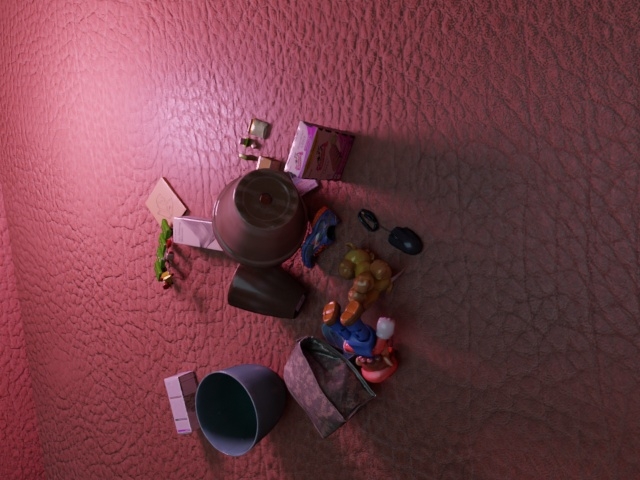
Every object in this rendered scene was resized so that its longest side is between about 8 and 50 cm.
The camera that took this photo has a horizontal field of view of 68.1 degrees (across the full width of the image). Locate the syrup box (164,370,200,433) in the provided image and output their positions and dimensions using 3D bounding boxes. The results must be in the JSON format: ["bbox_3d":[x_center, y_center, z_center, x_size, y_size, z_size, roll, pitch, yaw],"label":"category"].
[{"bbox_3d":[-0.568,0.682,2.000,0.096,0.093,0.237,-18,85,32],"label":"syrup box"}]

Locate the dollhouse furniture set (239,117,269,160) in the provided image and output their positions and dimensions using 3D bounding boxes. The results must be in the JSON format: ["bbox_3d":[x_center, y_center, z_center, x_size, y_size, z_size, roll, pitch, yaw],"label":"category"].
[{"bbox_3d":[-0.251,-0.369,1.722,0.076,0.058,0.152,26,108,27],"label":"dollhouse furniture set"}]

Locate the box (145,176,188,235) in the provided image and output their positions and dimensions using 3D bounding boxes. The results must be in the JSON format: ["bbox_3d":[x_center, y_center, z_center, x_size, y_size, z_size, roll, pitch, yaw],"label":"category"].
[{"bbox_3d":[-0.659,-0.145,2.024,0.201,0.021,0.164,51,117,19],"label":"box"}]

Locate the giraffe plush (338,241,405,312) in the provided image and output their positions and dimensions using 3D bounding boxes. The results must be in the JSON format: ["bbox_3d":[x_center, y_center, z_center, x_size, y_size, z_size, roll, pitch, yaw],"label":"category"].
[{"bbox_3d":[0.129,0.090,1.458,0.170,0.210,0.182,41,139,28],"label":"giraffe plush"}]

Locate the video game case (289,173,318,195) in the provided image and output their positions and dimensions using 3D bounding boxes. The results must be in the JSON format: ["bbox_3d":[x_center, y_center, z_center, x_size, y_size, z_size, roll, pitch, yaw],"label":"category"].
[{"bbox_3d":[-0.063,-0.225,1.645,0.087,0.011,0.122,-28,80,32],"label":"video game case"}]

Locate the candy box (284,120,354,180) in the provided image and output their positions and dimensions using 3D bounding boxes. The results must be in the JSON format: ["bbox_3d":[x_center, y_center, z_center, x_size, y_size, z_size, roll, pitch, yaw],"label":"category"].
[{"bbox_3d":[0.003,-0.271,1.468,0.071,0.233,0.159,28,109,27],"label":"candy box"}]

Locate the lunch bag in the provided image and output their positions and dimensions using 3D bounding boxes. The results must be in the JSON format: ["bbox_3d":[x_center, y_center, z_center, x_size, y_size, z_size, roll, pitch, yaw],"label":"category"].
[{"bbox_3d":[0.007,0.457,1.534,0.287,0.168,0.235,49,145,18],"label":"lunch bag"}]

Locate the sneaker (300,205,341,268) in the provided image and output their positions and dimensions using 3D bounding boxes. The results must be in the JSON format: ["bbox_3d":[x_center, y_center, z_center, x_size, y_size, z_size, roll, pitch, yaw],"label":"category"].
[{"bbox_3d":[0.000,0.000,1.589,0.087,0.083,0.221,28,112,19],"label":"sneaker"}]

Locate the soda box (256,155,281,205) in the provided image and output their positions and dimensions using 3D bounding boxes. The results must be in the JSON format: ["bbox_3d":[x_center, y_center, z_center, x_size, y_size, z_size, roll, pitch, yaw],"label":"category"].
[{"bbox_3d":[-0.203,-0.208,1.705,0.058,0.061,0.182,25,107,27],"label":"soda box"}]

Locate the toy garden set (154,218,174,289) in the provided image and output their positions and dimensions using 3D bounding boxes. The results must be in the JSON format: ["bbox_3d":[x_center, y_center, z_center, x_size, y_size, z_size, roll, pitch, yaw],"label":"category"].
[{"bbox_3d":[-0.633,0.064,1.963,0.204,0.049,0.245,48,127,50],"label":"toy garden set"}]

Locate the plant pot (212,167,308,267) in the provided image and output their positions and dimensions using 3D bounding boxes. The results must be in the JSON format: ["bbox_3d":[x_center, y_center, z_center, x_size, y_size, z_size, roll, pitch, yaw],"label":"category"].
[{"bbox_3d":[-0.182,-0.094,1.492,0.280,0.322,0.324,128,121,-73],"label":"plant pot"}]

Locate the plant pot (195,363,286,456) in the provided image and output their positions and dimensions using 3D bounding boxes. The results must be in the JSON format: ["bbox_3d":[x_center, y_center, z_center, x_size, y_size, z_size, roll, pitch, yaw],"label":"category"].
[{"bbox_3d":[-0.263,0.582,1.714,0.292,0.235,0.293,4,97,33],"label":"plant pot"}]

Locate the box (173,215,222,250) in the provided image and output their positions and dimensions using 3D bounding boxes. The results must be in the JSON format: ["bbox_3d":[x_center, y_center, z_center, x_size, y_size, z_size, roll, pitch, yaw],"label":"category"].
[{"bbox_3d":[-0.450,-0.030,1.858,0.274,0.094,0.113,6,99,31],"label":"box"}]

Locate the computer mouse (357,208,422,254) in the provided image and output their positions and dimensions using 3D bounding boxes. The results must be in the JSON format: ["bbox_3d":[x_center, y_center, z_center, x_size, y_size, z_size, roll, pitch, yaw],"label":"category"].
[{"bbox_3d":[0.209,-0.029,1.474,0.242,0.041,0.071,32,111,27],"label":"computer mouse"}]

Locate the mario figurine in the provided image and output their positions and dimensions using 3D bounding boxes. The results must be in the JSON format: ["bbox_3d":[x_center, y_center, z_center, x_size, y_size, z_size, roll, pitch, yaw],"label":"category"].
[{"bbox_3d":[0.141,0.290,1.446,0.170,0.321,0.198,-39,31,-7],"label":"mario figurine"}]

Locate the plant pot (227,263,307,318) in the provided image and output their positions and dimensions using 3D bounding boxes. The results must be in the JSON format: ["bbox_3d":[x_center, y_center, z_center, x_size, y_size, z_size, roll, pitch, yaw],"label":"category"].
[{"bbox_3d":[-0.169,0.176,1.654,0.230,0.215,0.216,23,107,14],"label":"plant pot"}]

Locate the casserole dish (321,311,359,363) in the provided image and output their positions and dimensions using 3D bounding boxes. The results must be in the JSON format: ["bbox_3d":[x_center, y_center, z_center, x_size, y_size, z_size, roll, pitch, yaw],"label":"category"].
[{"bbox_3d":[0.069,0.332,1.599,0.114,0.037,0.189,-39,73,28],"label":"casserole dish"}]
